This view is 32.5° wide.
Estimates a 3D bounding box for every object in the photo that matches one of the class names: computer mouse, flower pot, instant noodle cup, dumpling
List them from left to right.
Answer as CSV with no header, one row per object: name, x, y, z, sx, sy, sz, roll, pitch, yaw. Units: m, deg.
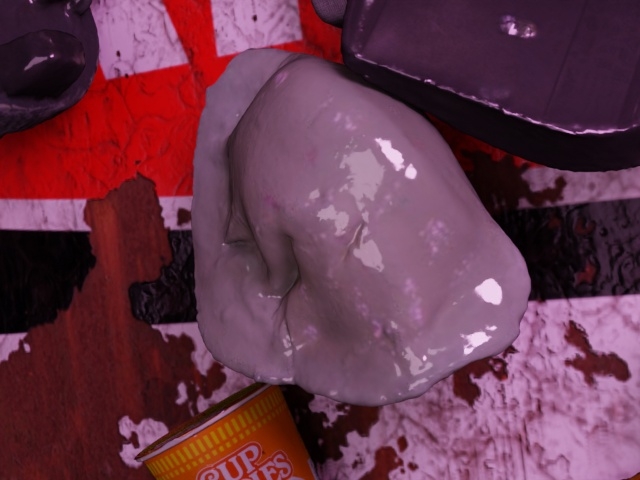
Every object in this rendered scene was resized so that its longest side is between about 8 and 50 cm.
flower pot,-0.376,-0.236,1.101,0.283,0.299,0.299,-24,84,36
instant noodle cup,-0.065,0.248,1.065,0.168,0.168,0.185,-30,88,28
dumpling,0.027,-0.012,0.940,0.320,0.212,0.269,-135,52,-62
computer mouse,0.157,-0.145,0.882,0.295,0.087,0.168,21,62,10

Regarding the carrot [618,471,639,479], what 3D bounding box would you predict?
carrot,0.226,0.257,0.947,0.314,0.066,0.066,-35,78,26

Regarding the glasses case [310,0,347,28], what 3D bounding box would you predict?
glasses case,0.019,-0.357,0.988,0.131,0.074,0.323,-17,87,28
